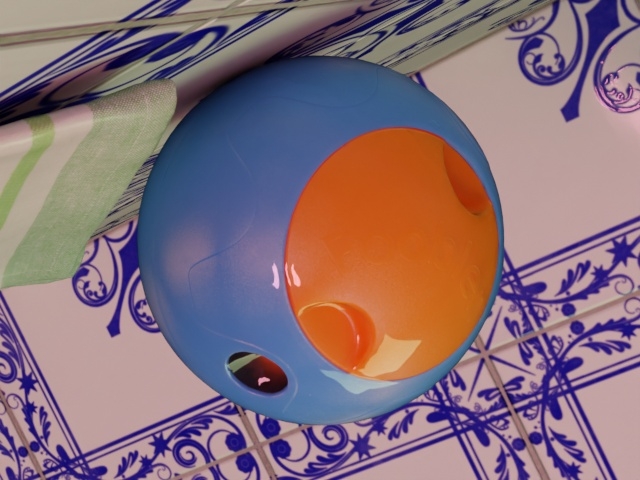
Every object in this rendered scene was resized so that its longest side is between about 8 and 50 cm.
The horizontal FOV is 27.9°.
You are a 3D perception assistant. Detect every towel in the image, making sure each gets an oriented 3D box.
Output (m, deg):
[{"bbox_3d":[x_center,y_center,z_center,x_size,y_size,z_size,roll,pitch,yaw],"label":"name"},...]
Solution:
[{"bbox_3d":[-0.249,0.024,0.687,0.324,0.038,0.248,-23,168,-32],"label":"towel"}]

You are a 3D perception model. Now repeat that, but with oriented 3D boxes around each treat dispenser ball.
[{"bbox_3d":[0.000,0.000,1.013,0.288,0.288,0.288,-26,-178,1],"label":"treat dispenser ball"}]
